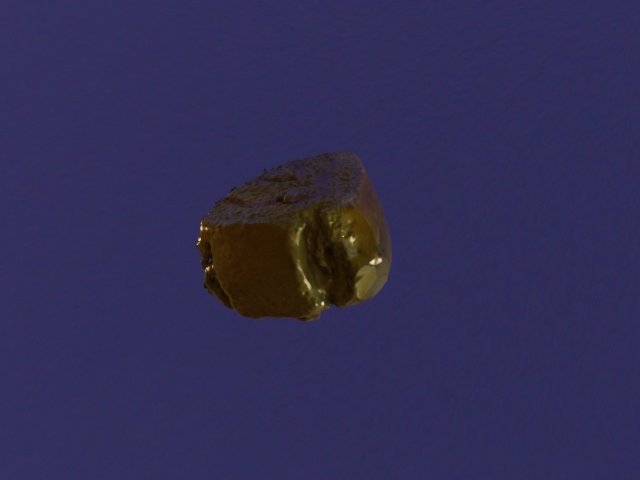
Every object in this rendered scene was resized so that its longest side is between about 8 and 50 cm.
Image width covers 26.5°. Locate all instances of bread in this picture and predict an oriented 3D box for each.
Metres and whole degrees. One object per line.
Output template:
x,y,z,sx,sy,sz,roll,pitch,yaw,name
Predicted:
0.005,-0.002,0.952,0.110,0.156,0.103,9,-60,47,bread
